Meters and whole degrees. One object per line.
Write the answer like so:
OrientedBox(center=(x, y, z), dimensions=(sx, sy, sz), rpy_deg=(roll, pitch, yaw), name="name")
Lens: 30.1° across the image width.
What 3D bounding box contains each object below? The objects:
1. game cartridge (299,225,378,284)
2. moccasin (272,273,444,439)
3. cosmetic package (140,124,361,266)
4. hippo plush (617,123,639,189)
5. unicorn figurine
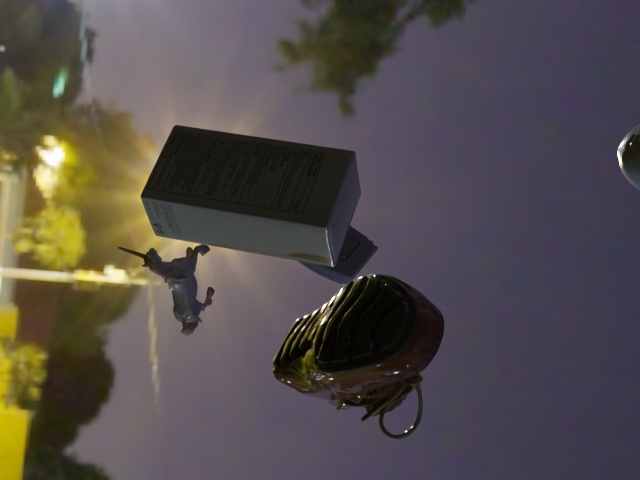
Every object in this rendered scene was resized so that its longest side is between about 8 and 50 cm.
OrientedBox(center=(0.000, 0.000, 0.981), dimensions=(0.056, 0.083, 0.017), rpy_deg=(-46, 166, -43), name="game cartridge")
OrientedBox(center=(0.056, 0.137, 1.340), dimensions=(0.139, 0.147, 0.380), rpy_deg=(-62, -172, -24), name="moccasin")
OrientedBox(center=(-0.039, -0.027, 0.693), dimensions=(0.041, 0.115, 0.060), rpy_deg=(78, 28, -53), name="cosmetic package")
OrientedBox(center=(0.480, -0.091, 1.378), dimensions=(0.294, 0.236, 0.234), rpy_deg=(-44, 171, 19), name="hippo plush")
OrientedBox(center=(-0.181, 0.051, 1.538), dimensions=(0.162, 0.060, 0.111), rpy_deg=(68, 26, -18), name="unicorn figurine")
